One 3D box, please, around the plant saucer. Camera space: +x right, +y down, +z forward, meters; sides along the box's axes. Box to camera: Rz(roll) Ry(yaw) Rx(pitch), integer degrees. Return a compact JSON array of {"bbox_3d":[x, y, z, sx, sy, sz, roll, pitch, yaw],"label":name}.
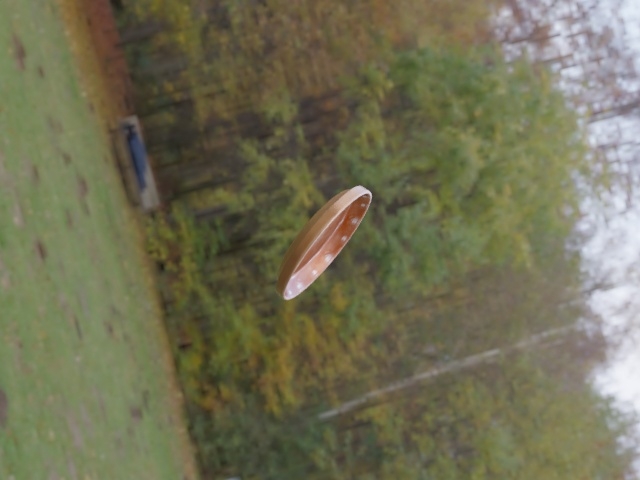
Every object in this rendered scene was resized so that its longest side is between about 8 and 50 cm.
[{"bbox_3d":[0.000,0.000,0.746,0.013,0.083,0.083,39,-14,11],"label":"plant saucer"}]
